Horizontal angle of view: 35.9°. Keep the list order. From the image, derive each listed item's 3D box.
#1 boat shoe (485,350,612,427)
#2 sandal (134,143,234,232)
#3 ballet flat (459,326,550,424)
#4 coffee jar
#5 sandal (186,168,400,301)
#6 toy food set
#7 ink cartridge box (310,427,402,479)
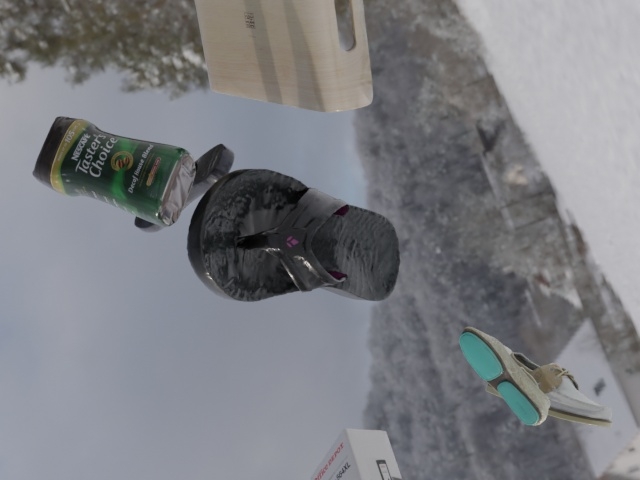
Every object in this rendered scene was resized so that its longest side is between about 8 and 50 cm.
[{"bbox_3d":[0.479,0.308,2.067,0.113,0.302,0.103,19,-93,-44],"label":"boat shoe"},{"bbox_3d":[-0.232,-0.094,1.609,0.054,0.254,0.097,33,-133,-26],"label":"sandal"},{"bbox_3d":[0.253,0.179,1.354,0.168,0.057,0.052,53,-133,-2],"label":"ballet flat"},{"bbox_3d":[-0.251,-0.086,1.195,0.079,0.184,0.096,58,-130,-71],"label":"coffee jar"},{"bbox_3d":[0.001,-0.002,1.298,0.445,0.107,0.168,6,-96,-54],"label":"sandal"},{"bbox_3d":[-0.058,-0.298,1.286,0.306,0.092,0.220,17,124,45],"label":"toy food set"},{"bbox_3d":[0.066,0.424,1.570,0.086,0.148,0.203,10,-141,-27],"label":"ink cartridge box"}]
